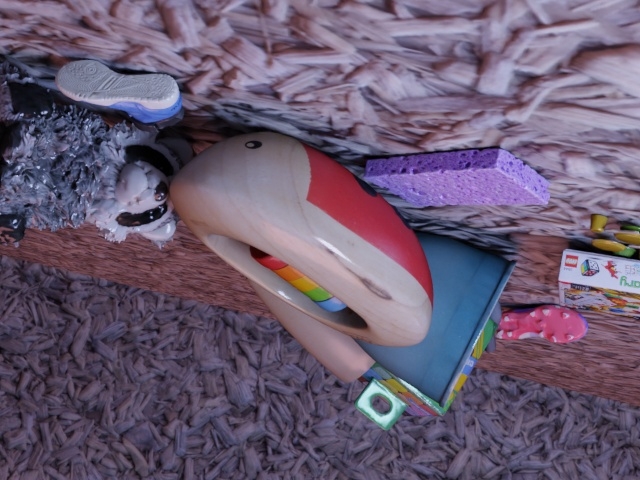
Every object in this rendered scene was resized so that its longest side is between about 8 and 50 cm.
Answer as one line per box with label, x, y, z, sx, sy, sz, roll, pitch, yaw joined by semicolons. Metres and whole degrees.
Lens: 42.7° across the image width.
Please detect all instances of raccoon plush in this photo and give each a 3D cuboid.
raccoon plush;-0.382;-0.147;1.178;0.299;0.216;0.446;7;-153;-50

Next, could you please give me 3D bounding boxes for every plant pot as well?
plant pot;0.155;0.102;1.383;0.255;0.271;0.271;27;171;14
plant pot;0.002;0.096;1.596;0.274;0.256;0.256;34;164;-9

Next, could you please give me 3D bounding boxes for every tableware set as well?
tableware set;0.419;-0.002;1.127;0.104;0.024;0.154;6;167;45

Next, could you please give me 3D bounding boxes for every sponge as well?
sponge;0.170;-0.077;1.039;0.210;0.031;0.117;2;163;46

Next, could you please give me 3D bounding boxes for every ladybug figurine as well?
ladybug figurine;0.000;0.000;1.134;0.449;0.161;0.305;39;160;-35

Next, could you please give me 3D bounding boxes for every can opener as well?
can opener;0.341;0.185;1.758;0.074;0.093;0.280;-24;147;-2

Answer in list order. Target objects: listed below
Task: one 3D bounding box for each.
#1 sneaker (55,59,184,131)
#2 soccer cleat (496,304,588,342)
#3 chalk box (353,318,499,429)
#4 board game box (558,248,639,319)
sneaker;-0.241;-0.172;1.000;0.152;0.058;0.084;6;159;4
soccer cleat;0.483;0.176;1.768;0.095;0.083;0.248;-13;180;-35
chalk box;0.183;0.238;1.639;0.180;0.289;0.179;39;158;-8
board game box;0.479;0.079;1.297;0.193;0.053;0.305;10;172;19
